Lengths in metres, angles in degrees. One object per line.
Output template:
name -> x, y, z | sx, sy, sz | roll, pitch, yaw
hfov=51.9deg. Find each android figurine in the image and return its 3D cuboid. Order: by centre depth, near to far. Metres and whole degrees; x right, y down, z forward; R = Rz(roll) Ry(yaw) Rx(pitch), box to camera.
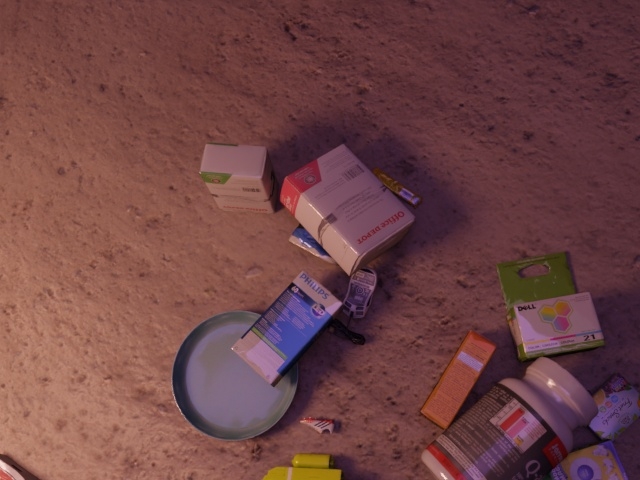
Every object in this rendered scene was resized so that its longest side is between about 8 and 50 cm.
android figurine -> -0.038, 0.606, 1.493 | 0.273, 0.056, 0.248 | -4, 54, 13

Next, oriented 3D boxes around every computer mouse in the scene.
computer mouse -> 0.094, 0.160, 1.666 | 0.106, 0.042, 0.193 | 20, 81, 16

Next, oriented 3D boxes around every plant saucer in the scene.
plant saucer -> -0.211, 0.334, 1.637 | 0.318, 0.043, 0.317 | -1, 73, 4

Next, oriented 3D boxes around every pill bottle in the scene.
pill bottle -> 0.419, 0.438, 1.456 | 0.363, 0.210, 0.210 | -40, 73, -7

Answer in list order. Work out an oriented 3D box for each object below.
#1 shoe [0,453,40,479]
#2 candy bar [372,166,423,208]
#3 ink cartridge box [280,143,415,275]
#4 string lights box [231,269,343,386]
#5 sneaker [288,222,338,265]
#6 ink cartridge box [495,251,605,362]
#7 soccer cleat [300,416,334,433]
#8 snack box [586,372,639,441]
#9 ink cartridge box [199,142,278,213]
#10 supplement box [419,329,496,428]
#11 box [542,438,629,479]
shoe -> -0.748, 0.598, 1.596 | 0.178, 0.063, 0.081 | 27, 78, 18
candy bar -> 0.202, -0.141, 1.762 | 0.161, 0.018, 0.040 | 35, 82, 14
ink cartridge box -> 0.066, -0.079, 1.672 | 0.207, 0.117, 0.283 | -33, 71, -28
string lights box -> -0.077, 0.213, 1.601 | 0.133, 0.076, 0.259 | 40, 78, 14
sneaker -> 0.000, 0.000, 1.715 | 0.152, 0.058, 0.084 | 28, 86, 20
ink cartridge box -> 0.549, 0.151, 1.595 | 0.189, 0.097, 0.255 | -11, 73, 2
soccer cleat -> -0.008, 0.448, 1.589 | 0.083, 0.029, 0.035 | 4, 69, 2
snack box -> 0.679, 0.393, 1.537 | 0.141, 0.037, 0.100 | -40, 74, -7
ink cartridge box -> -0.204, -0.157, 1.702 | 0.160, 0.219, 0.092 | 5, 70, 6
supplement box -> 0.327, 0.333, 1.569 | 0.080, 0.078, 0.233 | 30, 77, 14
box -> 0.589, 0.526, 1.486 | 0.179, 0.043, 0.105 | -25, 71, 15
